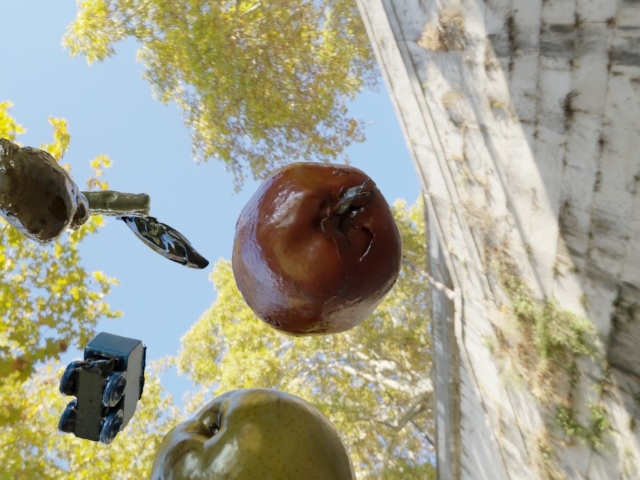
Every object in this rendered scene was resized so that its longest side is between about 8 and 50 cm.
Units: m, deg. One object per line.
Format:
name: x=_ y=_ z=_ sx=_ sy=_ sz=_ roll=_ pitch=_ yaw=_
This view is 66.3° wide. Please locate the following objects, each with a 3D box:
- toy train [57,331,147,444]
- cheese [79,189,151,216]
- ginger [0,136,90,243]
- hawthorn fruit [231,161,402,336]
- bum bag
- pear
toy train: x=-0.665 y=0.451 z=1.518 sx=0.187 sy=0.265 sz=0.300 roll=13 pitch=-72 yaw=2
cheese: x=-0.393 y=-0.064 z=0.841 sx=0.193 sy=0.065 sz=0.043 roll=0 pitch=-110 yaw=-18
ginger: x=-0.287 y=-0.036 z=0.522 sx=0.067 sy=0.096 sz=0.165 roll=-20 pitch=-17 yaw=-4
hawthorn fruit: x=0.000 y=0.000 z=0.566 sx=0.211 sy=0.299 sz=0.211 roll=3 pitch=-108 yaw=-8
bum bag: x=-0.451 y=-0.007 z=1.410 sx=0.080 sy=0.326 sz=0.142 roll=-53 pitch=-15 yaw=-25
pear: x=-0.092 y=0.367 z=0.698 sx=0.314 sy=0.314 sz=0.314 roll=-11 pitch=-64 yaw=-22
